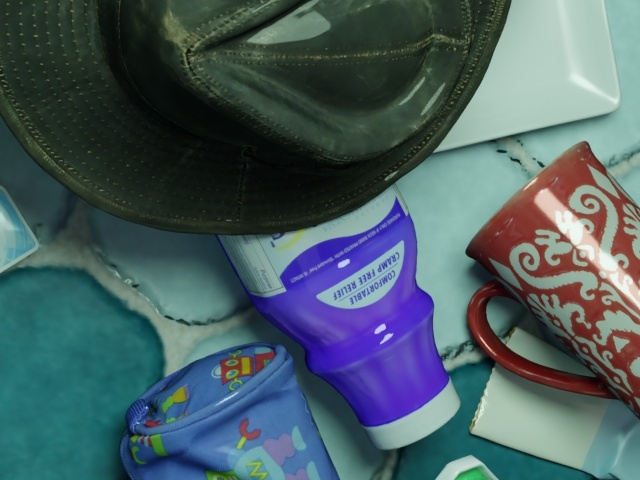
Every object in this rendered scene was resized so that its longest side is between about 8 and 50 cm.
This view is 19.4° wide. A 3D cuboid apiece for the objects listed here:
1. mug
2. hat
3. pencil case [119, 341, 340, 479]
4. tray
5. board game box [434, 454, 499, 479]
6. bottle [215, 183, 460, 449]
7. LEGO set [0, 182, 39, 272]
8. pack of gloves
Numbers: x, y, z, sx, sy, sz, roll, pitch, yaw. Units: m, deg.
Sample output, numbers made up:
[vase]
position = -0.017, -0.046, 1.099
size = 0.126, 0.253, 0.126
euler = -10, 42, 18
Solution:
[mug]
position = 0.190, 0.040, 1.269
size = 0.113, 0.150, 0.169
euler = -37, 77, -31
[hat]
position = -0.018, -0.116, 1.031
size = 0.331, 0.134, 0.331
euler = -10, 120, -18
[pencil case]
position = -0.031, 0.222, 1.226
size = 0.133, 0.119, 0.306
euler = -22, 100, -11
[tray]
position = 0.070, -0.133, 1.280
size = 0.270, 0.030, 0.145
euler = -13, 97, -16
[board game box]
position = 0.068, 0.378, 1.200
size = 0.390, 0.050, 0.390
euler = -51, 137, -8
[bottle]
position = 0.000, 0.000, 1.204
size = 0.118, 0.092, 0.283
euler = -31, 103, -18
[LEGO set]
position = -0.322, -0.011, 1.156
size = 0.244, 0.060, 0.182
euler = -31, 98, -12
[pack of gloves]
position = 0.248, 0.093, 1.341
size = 0.232, 0.046, 0.195
euler = 25, 85, -17
